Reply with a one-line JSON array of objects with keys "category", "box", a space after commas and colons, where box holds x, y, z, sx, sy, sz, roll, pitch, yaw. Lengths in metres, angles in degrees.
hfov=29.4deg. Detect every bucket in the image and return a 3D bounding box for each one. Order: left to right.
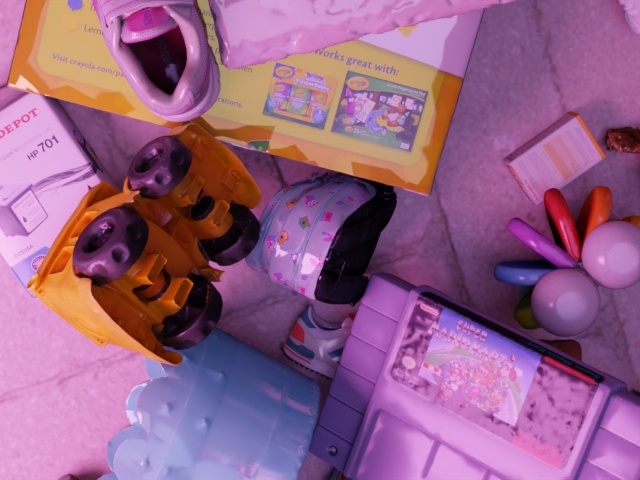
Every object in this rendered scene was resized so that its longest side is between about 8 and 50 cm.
[{"category": "bucket", "box": [-0.131, 0.229, 1.322, 0.183, 0.281, 0.281, 24, 99, -8]}]

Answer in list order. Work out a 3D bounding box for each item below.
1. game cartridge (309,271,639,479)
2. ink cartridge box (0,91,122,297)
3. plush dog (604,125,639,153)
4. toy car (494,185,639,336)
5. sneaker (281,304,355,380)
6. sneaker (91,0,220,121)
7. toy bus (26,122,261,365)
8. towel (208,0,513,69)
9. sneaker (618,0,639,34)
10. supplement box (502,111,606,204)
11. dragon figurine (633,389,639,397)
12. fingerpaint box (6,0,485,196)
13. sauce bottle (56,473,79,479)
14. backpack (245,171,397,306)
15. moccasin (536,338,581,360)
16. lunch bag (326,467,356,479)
[{"category": "game cartridge", "box": [0.164, 0.198, 1.267, 0.355, 0.068, 0.230, 26, 107, 31]}, {"category": "ink cartridge box", "box": [-0.309, -0.056, 1.335, 0.140, 0.082, 0.190, -33, 105, 2]}, {"category": "plush dog", "box": [0.443, -0.082, 1.331, 0.211, 0.225, 0.262, 14, 101, -9]}, {"category": "toy car", "box": [0.273, 0.014, 1.372, 0.182, 0.159, 0.136, -44, 95, 5]}, {"category": "sneaker", "box": [0.039, 0.129, 1.413, 0.161, 0.057, 0.075, 23, 98, 6]}, {"category": "sneaker", "box": [-0.161, -0.226, 1.129, 0.103, 0.111, 0.252, -24, 104, 0]}, {"category": "toy bus", "box": [-0.193, 0.003, 1.239, 0.149, 0.211, 0.220, 45, 60, -35]}, {"category": "towel", "box": [0.030, -0.351, 1.151, 0.332, 0.053, 0.316, -15, 103, -3]}, {"category": "sneaker", "box": [0.353, -0.280, 1.361, 0.212, 0.080, 0.094, 13, 112, -10]}, {"category": "supplement box", "box": [0.269, -0.095, 1.408, 0.098, 0.036, 0.062, -35, 104, 2]}, {"category": "dragon figurine", "box": [0.373, 0.234, 1.408, 0.144, 0.289, 0.085, -6, 109, -44]}, {"category": "fingerpaint box", "box": [-0.057, -0.287, 1.268, 0.445, 0.163, 0.371, 13, 101, -9]}, {"category": "sauce bottle", "box": [-0.195, 0.416, 1.433, 0.344, 0.111, 0.111, 41, 95, -11]}, {"category": "backpack", "box": [0.000, 0.000, 1.322, 0.115, 0.182, 0.151, 18, 106, 16]}, {"category": "moccasin", "box": [0.256, 0.298, 1.343, 0.147, 0.139, 0.379, -4, 85, -4]}, {"category": "lunch bag", "box": [0.121, 0.341, 1.451, 0.243, 0.115, 0.303, 32, 98, -14]}]
